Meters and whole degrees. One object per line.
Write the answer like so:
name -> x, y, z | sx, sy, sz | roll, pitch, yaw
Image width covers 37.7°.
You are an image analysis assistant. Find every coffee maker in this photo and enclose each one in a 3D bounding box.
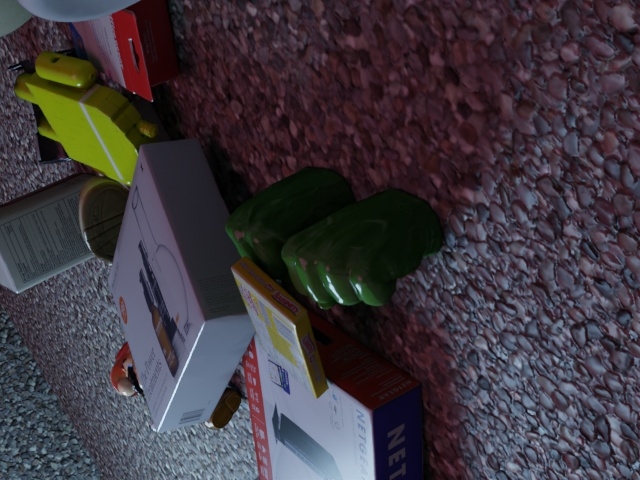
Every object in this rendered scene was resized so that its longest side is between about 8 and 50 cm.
coffee maker -> -0.432, -0.224, 1.577 | 0.171, 0.120, 0.178 | 5, 112, 61

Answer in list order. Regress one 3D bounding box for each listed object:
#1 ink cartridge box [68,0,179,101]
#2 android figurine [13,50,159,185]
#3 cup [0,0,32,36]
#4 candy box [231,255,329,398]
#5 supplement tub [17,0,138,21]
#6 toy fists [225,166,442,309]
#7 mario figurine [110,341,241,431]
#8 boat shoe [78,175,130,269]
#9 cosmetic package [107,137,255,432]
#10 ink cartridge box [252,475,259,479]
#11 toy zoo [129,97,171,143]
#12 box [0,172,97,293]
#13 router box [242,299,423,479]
ink cartridge box -> -0.272, -0.295, 1.304 | 0.231, 0.078, 0.134 | 35, 142, 42
android figurine -> -0.339, -0.174, 1.417 | 0.273, 0.056, 0.248 | 19, 148, 30
cup -> -0.561, -0.450, 1.456 | 0.331, 0.331, 0.237 | 40, 171, 36
candy box -> -0.044, 0.106, 1.094 | 0.105, 0.027, 0.206 | 42, 161, 28
supplement tub -> -0.300, -0.441, 1.044 | 0.331, 0.241, 0.241 | 60, 152, 8
toy fists -> 0.000, 0.000, 1.039 | 0.279, 0.142, 0.096 | 23, 134, 51
mario figurine -> -0.299, 0.271, 1.749 | 0.320, 0.170, 0.198 | 6, 85, 49
boat shoe -> -0.359, -0.023, 1.638 | 0.098, 0.109, 0.302 | 55, 169, 31
cosmetic package -> -0.212, 0.077, 1.381 | 0.284, 0.097, 0.377 | 68, 151, 26
ink cartridge box -> -0.017, 0.540, 1.549 | 0.211, 0.121, 0.289 | 1, 121, 59
toy zoo -> -0.268, -0.107, 1.517 | 0.293, 0.030, 0.192 | 62, 153, 2
box -> -0.530, -0.019, 1.821 | 0.127, 0.232, 0.148 | 12, 124, 55
router box -> 0.013, 0.277, 1.304 | 0.301, 0.082, 0.335 | 29, 133, 46
